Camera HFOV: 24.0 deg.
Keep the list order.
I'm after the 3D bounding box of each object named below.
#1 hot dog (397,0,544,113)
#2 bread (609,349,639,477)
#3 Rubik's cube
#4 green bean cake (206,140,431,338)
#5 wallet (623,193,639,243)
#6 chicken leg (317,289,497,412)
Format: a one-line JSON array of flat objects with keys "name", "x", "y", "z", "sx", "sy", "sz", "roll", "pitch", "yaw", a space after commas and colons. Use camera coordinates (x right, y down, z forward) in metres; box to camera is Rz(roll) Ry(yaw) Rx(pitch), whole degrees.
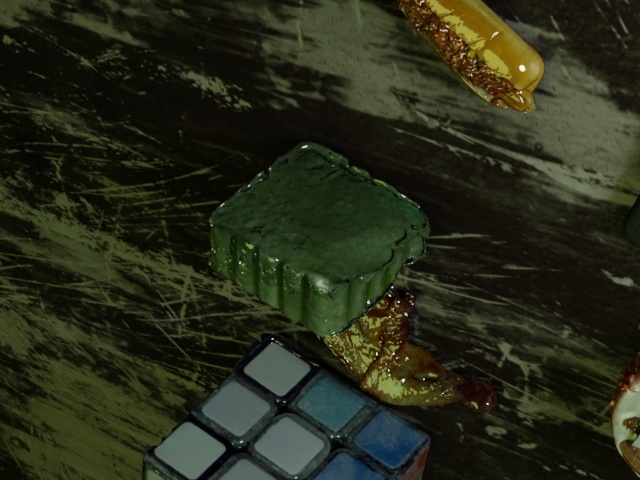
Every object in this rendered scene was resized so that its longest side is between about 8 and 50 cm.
[{"name": "hot dog", "x": 0.180, "y": -0.251, "z": 1.860, "sx": 0.249, "sy": 0.076, "sz": 0.102, "roll": 46, "pitch": 140, "yaw": 5}, {"name": "bread", "x": 0.484, "y": 0.225, "z": 1.934, "sx": 0.212, "sy": 0.142, "sz": 0.224, "roll": -12, "pitch": 113, "yaw": 34}, {"name": "Rubik's cube", "x": -0.062, "y": 0.438, "z": 2.483, "sx": 0.363, "sy": 0.362, "sz": 0.358, "roll": 33, "pitch": 138, "yaw": 19}, {"name": "green bean cake", "x": 0.000, "y": 0.000, "z": 2.124, "sx": 0.255, "sy": 0.241, "sz": 0.132, "roll": 29, "pitch": 137, "yaw": 24}, {"name": "wallet", "x": 0.479, "y": -0.076, "z": 1.741, "sx": 0.170, "sy": 0.044, "sz": 0.321, "roll": 36, "pitch": 138, "yaw": 16}, {"name": "chicken leg", "x": 0.121, "y": 0.164, "z": 2.290, "sx": 0.322, "sy": 0.083, "sz": 0.177, "roll": 50, "pitch": 129, "yaw": 2}]
